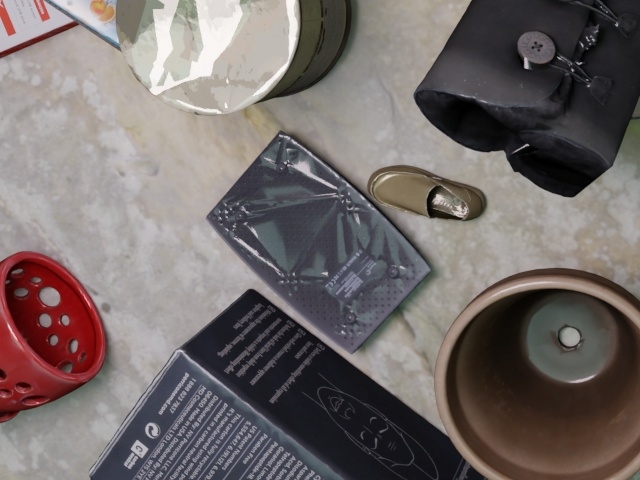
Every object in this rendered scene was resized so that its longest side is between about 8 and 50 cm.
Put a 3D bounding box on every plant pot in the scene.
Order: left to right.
[{"bbox_3d":[-0.400,0.136,1.951,0.174,0.191,0.191,-34,92,25],"label":"plant pot"},{"bbox_3d":[0.279,0.143,1.755,0.263,0.229,0.263,3,102,13],"label":"plant pot"}]

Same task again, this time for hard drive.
[{"bbox_3d":[0.000,0.000,1.887,0.254,0.054,0.172,43,108,2],"label":"hard drive"}]

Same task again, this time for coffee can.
[{"bbox_3d":[-0.088,-0.250,1.685,0.201,0.275,0.202,2,100,12],"label":"coffee can"}]

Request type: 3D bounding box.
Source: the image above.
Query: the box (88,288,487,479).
[{"bbox_3d":[-0.026,0.283,1.829,0.395,0.293,0.212,37,108,5],"label":"box"}]

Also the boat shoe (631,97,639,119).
[{"bbox_3d":[0.324,-0.200,1.735,0.340,0.158,0.127,-10,108,-14],"label":"boat shoe"}]

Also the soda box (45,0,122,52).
[{"bbox_3d":[-0.291,-0.297,1.810,0.183,0.063,0.058,33,88,-8],"label":"soda box"}]

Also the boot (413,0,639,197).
[{"bbox_3d":[0.204,-0.307,1.606,0.367,0.146,0.445,23,72,8],"label":"boot"}]

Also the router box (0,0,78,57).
[{"bbox_3d":[-0.471,-0.387,1.909,0.301,0.082,0.336,-19,97,17],"label":"router box"}]

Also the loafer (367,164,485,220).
[{"bbox_3d":[0.127,-0.057,1.845,0.148,0.050,0.056,10,104,12],"label":"loafer"}]
